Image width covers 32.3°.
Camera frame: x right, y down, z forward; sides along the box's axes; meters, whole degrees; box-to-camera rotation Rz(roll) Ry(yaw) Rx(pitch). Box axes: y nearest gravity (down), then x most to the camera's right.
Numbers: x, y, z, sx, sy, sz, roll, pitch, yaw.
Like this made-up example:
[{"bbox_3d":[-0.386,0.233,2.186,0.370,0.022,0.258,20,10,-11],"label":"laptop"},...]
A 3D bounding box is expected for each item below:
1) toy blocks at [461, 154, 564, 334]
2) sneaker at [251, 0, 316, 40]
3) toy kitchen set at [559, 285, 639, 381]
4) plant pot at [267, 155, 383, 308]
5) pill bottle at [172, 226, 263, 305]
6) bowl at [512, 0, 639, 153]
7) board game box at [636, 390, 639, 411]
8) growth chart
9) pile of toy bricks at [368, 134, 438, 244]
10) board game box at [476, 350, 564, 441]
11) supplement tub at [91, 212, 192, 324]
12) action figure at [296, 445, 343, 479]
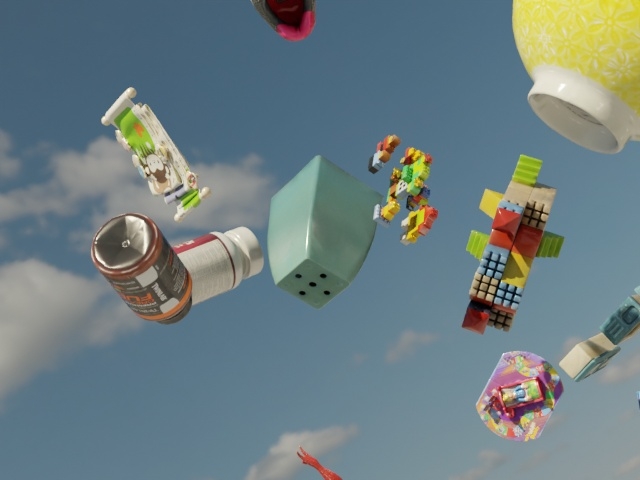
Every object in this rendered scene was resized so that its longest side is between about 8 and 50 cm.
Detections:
[{"bbox_3d":[0.380,0.045,2.248,0.261,0.190,0.381,-47,-26,-65],"label":"toy blocks"},{"bbox_3d":[-0.074,-0.400,1.467,0.120,0.112,0.299,-25,-46,10],"label":"sneaker"},{"bbox_3d":[0.532,0.183,1.806,0.122,0.166,0.207,-11,-37,-52],"label":"toy kitchen set"},{"bbox_3d":[0.000,0.000,2.105,0.165,0.234,0.165,31,-48,-22],"label":"plant pot"},{"bbox_3d":[-0.228,0.054,2.147,0.221,0.121,0.121,-23,-20,-33],"label":"pill bottle"},{"bbox_3d":[0.311,-0.188,1.183,0.156,0.289,0.289,-56,-20,-6],"label":"bowl"},{"bbox_3d":[0.684,0.319,2.077,0.160,0.039,0.211,-16,9,17],"label":"board game box"},{"bbox_3d":[-0.272,-0.137,1.806,0.021,0.237,0.172,-34,-5,-32],"label":"growth chart"},{"bbox_3d":[0.158,-0.110,1.934,0.118,0.212,0.105,31,-45,-24],"label":"pile of toy bricks"},{"bbox_3d":[0.371,0.293,2.065,0.169,0.133,0.033,-62,-20,5],"label":"board game box"},{"bbox_3d":[-0.252,0.051,1.620,0.106,0.106,0.198,-27,-34,-1],"label":"supplement tub"},{"bbox_3d":[-0.014,0.364,1.408,0.091,0.139,0.280,-60,-9,15],"label":"action figure"}]
